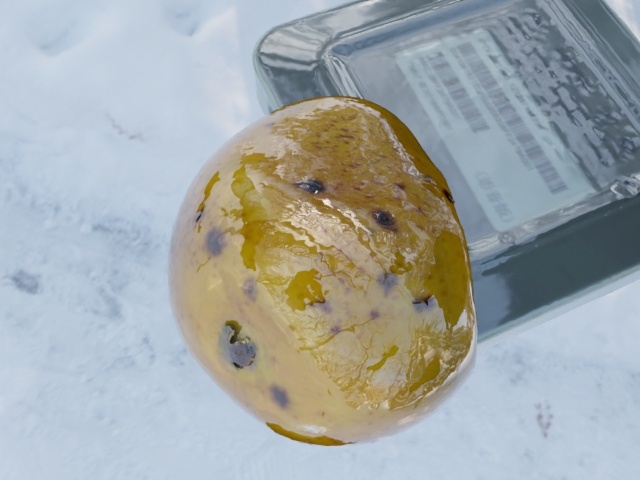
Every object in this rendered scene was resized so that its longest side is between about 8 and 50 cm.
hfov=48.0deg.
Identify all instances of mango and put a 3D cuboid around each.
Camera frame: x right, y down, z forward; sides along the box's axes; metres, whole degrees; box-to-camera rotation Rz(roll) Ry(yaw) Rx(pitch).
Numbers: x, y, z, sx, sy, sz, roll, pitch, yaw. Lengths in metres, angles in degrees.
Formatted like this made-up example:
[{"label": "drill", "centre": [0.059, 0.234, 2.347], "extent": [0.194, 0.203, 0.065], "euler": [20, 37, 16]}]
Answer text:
[{"label": "mango", "centre": [0.000, 0.000, 0.480], "extent": [0.191, 0.160, 0.290], "euler": [4, 41, 2]}]

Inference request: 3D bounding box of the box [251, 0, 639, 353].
[{"label": "box", "centre": [0.163, -0.104, 0.687], "extent": [0.373, 0.090, 0.367], "euler": [-22, 68, -13]}]
